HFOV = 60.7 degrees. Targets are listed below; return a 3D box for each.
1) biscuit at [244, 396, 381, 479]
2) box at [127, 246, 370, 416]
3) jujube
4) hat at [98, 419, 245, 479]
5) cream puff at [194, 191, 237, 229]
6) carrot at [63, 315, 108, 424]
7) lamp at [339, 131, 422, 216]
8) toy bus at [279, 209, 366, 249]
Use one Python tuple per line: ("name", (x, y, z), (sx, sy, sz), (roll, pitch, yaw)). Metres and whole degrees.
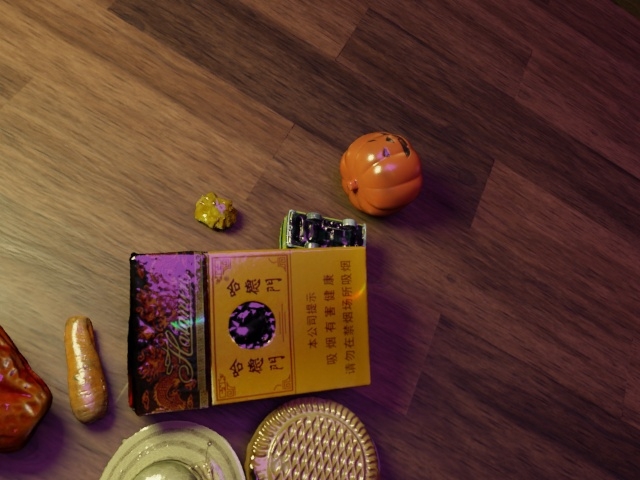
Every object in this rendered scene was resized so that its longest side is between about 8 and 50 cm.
("biscuit", (-0.008, 0.402, 0.963), (0.260, 0.079, 0.258), (8, 65, -17))
("box", (-0.123, 0.145, 0.969), (0.416, 0.116, 0.264), (-1, 89, -20))
("jujube", (-0.529, 0.209, 0.807), (0.255, 0.190, 0.189), (36, 59, -10))
("hat", (-0.238, 0.398, 0.835), (0.252, 0.110, 0.251), (2, 66, -5))
("cream puff", (-0.212, -0.061, 1.110), (0.083, 0.058, 0.083), (-23, 78, -26))
("carrot", (-0.397, 0.213, 0.917), (0.060, 0.060, 0.186), (-10, 70, -24))
("lamp", (0.125, -0.143, 1.203), (0.164, 0.187, 0.187), (-25, 77, -28))
("toy bus", (0.000, 0.000, 1.137), (0.175, 0.101, 0.088), (10, 70, -21))
